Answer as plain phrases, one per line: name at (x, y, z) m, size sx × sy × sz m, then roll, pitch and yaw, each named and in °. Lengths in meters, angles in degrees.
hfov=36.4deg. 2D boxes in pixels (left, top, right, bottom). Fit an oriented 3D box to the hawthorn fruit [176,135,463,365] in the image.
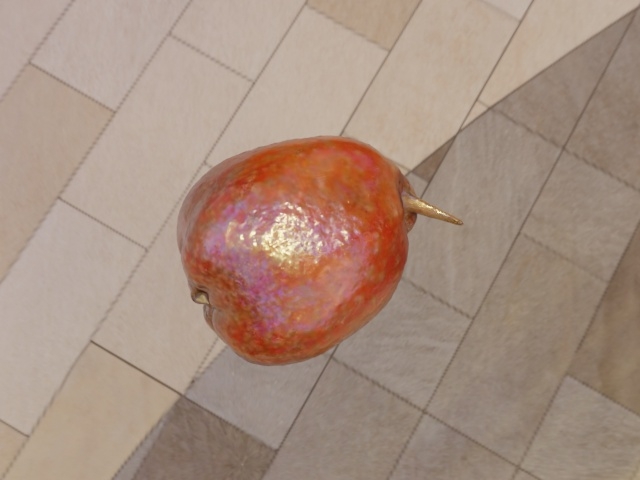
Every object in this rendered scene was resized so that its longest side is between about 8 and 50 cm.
hawthorn fruit at (0.000, 0.000, 0.923) m, size 0.262 × 0.210 × 0.211 m, roll -19°, pitch 79°, yaw -5°
